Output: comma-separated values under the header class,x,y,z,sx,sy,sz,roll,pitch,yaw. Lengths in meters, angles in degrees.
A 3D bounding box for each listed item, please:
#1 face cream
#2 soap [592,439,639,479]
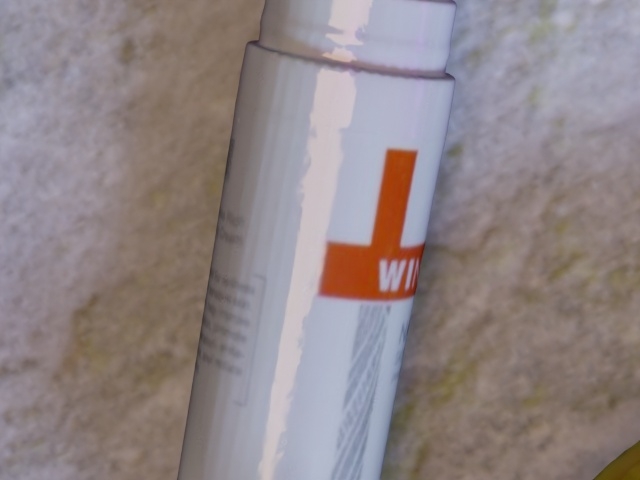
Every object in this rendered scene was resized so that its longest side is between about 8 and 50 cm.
class,x,y,z,sx,sy,sz,roll,pitch,yaw
face cream,0.000,0.000,0.927,0.102,0.102,0.345,13,101,11
soap,0.247,0.269,0.883,0.306,0.115,0.427,-10,96,4
